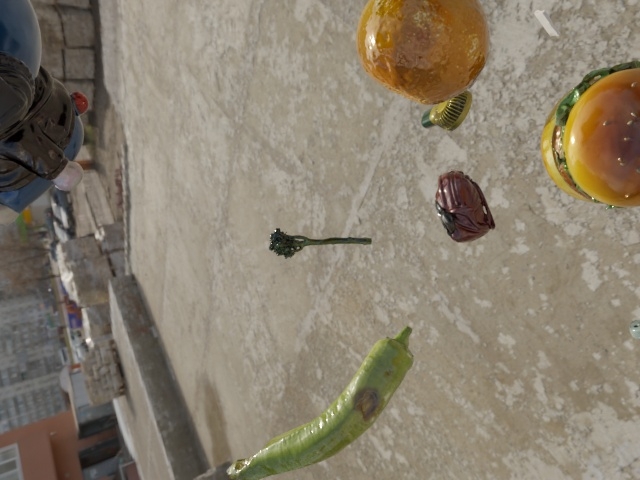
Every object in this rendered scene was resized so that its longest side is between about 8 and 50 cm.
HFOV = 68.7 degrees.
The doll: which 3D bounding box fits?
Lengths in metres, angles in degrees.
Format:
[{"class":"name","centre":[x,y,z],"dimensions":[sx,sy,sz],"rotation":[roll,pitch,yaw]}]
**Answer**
[{"class":"doll","centre":[-0.402,-0.184,0.494],"dimensions":[0.284,0.240,0.310],"rotation":[34,166,21]}]

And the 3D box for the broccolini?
[{"class":"broccolini","centre":[0.000,0.002,1.140],"dimensions":[0.057,0.254,0.071],"rotation":[-98,5,-73]}]

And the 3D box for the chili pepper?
[{"class":"chili pepper","centre":[0.004,0.150,0.383],"dimensions":[0.049,0.208,0.043],"rotation":[51,-175,20]}]

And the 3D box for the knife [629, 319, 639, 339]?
[{"class":"knife","centre":[0.558,0.124,0.707],"dimensions":[0.162,0.044,0.023],"rotation":[-23,96,46]}]

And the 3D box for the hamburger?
[{"class":"hamburger","centre":[0.501,-0.170,0.766],"dimensions":[0.170,0.245,0.246],"rotation":[-91,-5,-80]}]

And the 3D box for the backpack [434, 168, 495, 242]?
[{"class":"backpack","centre":[0.407,-0.103,1.356],"dimensions":[0.138,0.229,0.229],"rotation":[-20,82,17]}]

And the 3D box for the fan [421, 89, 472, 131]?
[{"class":"fan","centre":[0.242,-0.255,0.935],"dimensions":[0.155,0.039,0.082],"rotation":[-176,106,-76]}]

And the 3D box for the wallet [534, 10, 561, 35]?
[{"class":"wallet","centre":[0.595,-0.569,1.228],"dimensions":[0.011,0.083,0.044],"rotation":[-46,23,12]}]

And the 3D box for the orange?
[{"class":"orange","centre":[0.134,-0.261,0.610],"dimensions":[0.178,0.177,0.155],"rotation":[51,128,37]}]
